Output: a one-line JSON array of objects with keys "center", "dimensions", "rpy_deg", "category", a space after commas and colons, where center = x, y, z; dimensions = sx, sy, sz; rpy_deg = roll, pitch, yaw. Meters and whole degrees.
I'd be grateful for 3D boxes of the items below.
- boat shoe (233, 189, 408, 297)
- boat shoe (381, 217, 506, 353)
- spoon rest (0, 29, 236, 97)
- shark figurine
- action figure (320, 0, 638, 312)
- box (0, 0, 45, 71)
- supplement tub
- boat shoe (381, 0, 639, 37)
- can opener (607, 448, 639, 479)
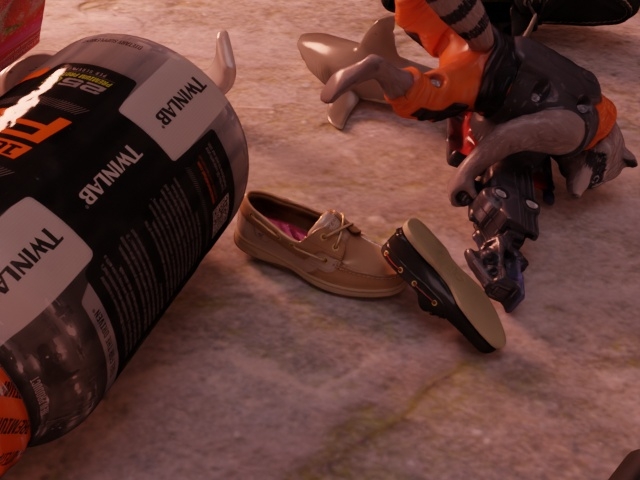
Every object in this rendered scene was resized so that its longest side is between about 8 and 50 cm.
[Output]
[{"center": [0.000, 0.000, 0.808], "dimensions": [0.170, 0.059, 0.063], "rpy_deg": [17, 41, 13], "category": "boat shoe"}, {"center": [0.104, 0.043, 0.765], "dimensions": [0.133, 0.042, 0.049], "rpy_deg": [51, 29, 12], "category": "boat shoe"}, {"center": [-0.226, -0.156, 0.965], "dimensions": [0.276, 0.084, 0.137], "rpy_deg": [-11, 64, -5], "category": "spoon rest"}, {"center": [0.103, -0.207, 1.024], "dimensions": [0.278, 0.116, 0.166], "rpy_deg": [5, 41, 5], "category": "shark figurine"}, {"center": [0.165, -0.119, 0.840], "dimensions": [0.330, 0.178, 0.341], "rpy_deg": [24, 42, -25], "category": "action figure"}, {"center": [-0.398, -0.190, 0.814], "dimensions": [0.142, 0.154, 0.300], "rpy_deg": [38, 54, 1], "category": "box"}, {"center": [-0.206, 0.004, 0.676], "dimensions": [0.207, 0.207, 0.338], "rpy_deg": [15, 41, 13], "category": "supplement tub"}, {"center": [0.236, -0.309, 1.159], "dimensions": [0.340, 0.127, 0.113], "rpy_deg": [15, 70, 3], "category": "boat shoe"}, {"center": [0.173, 0.238, 0.548], "dimensions": [0.283, 0.076, 0.095], "rpy_deg": [-34, 85, -37], "category": "can opener"}]
